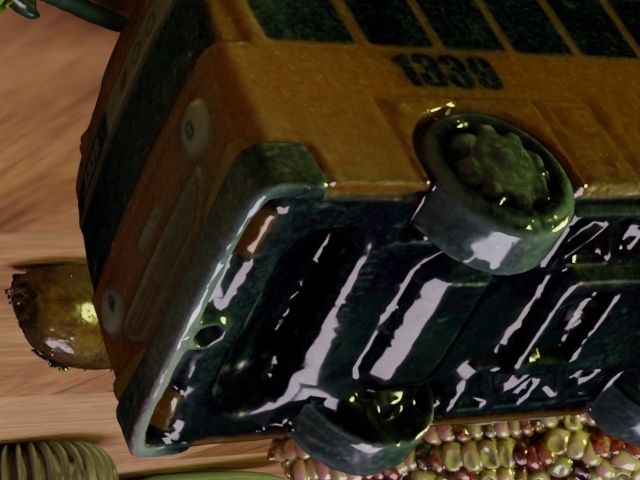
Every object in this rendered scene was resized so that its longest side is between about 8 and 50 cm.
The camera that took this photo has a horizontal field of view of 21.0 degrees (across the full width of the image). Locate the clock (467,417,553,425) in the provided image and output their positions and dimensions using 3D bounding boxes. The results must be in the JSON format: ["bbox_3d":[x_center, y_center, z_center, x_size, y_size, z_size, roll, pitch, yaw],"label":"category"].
[{"bbox_3d":[0.140,0.057,0.900,0.244,0.056,0.244,-7,168,-2],"label":"clock"}]

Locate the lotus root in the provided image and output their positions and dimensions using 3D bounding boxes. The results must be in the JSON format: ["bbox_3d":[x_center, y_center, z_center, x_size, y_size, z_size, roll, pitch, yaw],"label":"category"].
[{"bbox_3d":[-0.085,0.030,0.667,0.030,0.037,0.083,-18,164,23],"label":"lotus root"}]

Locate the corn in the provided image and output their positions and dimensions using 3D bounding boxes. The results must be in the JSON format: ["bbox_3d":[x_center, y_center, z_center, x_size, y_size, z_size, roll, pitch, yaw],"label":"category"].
[{"bbox_3d":[0.104,0.130,1.121,0.280,0.092,0.092,-9,168,11],"label":"corn"}]

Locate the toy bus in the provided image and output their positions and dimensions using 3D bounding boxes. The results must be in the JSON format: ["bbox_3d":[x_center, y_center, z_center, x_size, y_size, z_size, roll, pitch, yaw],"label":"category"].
[{"bbox_3d":[0.035,-0.013,0.399,0.182,0.103,0.091,-1,137,-31],"label":"toy bus"}]

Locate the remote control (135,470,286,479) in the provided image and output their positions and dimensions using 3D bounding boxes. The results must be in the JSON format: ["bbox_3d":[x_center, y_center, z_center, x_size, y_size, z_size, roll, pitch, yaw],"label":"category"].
[{"bbox_3d":[-0.162,0.226,1.471,0.293,0.051,0.103,-1,165,-17],"label":"remote control"}]

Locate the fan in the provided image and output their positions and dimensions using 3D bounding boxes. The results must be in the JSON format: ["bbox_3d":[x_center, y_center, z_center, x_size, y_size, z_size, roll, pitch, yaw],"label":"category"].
[{"bbox_3d":[-0.249,0.179,1.140,0.244,0.074,0.130,-1,166,-30],"label":"fan"}]

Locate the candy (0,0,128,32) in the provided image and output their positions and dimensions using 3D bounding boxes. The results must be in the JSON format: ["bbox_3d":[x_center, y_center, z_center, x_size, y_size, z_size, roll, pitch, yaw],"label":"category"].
[{"bbox_3d":[-0.062,-0.051,0.348,0.035,0.035,0.123,-8,176,13],"label":"candy"}]
